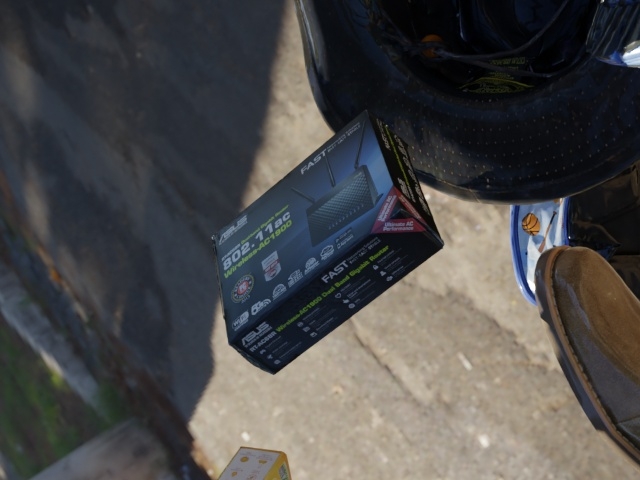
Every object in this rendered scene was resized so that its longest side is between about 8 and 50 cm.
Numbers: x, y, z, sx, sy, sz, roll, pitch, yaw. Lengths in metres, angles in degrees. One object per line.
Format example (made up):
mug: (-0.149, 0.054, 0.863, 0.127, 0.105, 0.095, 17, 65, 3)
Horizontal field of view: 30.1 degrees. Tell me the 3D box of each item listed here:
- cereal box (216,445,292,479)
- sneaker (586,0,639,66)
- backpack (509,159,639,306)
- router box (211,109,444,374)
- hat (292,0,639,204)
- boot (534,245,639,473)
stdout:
cereal box: (-0.078, 0.293, 0.883, 0.047, 0.240, 0.173, 3, 120, 23)
sneaker: (0.176, -0.092, 0.483, 0.087, 0.083, 0.221, 21, -166, -13)
backpack: (0.358, -0.025, 1.514, 0.213, 0.263, 0.276, -1, 101, 49)
router box: (0.000, 0.000, 0.638, 0.038, 0.122, 0.092, 39, -158, -34)
hat: (0.130, -0.194, 0.777, 0.331, 0.134, 0.331, 7, 104, 31)
boot: (0.261, 0.116, 0.797, 0.115, 0.112, 0.305, -35, 91, 41)
